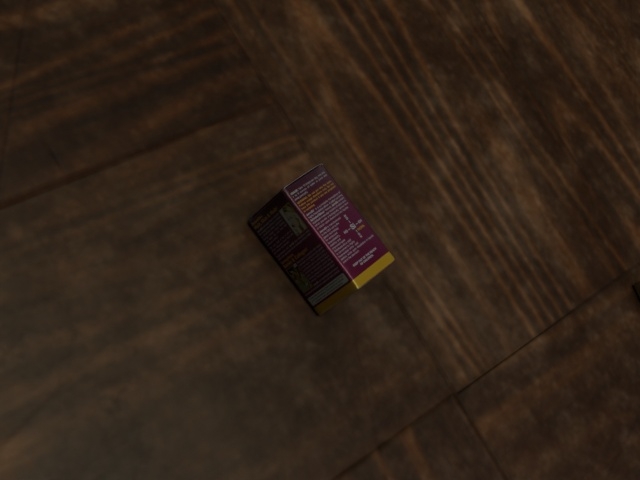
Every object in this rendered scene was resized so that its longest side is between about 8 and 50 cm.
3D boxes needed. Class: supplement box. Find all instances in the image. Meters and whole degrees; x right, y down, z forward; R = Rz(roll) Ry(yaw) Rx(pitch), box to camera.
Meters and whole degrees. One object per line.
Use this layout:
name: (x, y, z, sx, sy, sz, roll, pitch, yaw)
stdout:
supplement box: (0.000, 0.000, 0.664, 0.043, 0.055, 0.083, -36, 89, -38)

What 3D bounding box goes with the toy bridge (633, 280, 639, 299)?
toy bridge: (0.355, 0.042, 0.867, 0.188, 0.026, 0.063, -14, 78, -34)
